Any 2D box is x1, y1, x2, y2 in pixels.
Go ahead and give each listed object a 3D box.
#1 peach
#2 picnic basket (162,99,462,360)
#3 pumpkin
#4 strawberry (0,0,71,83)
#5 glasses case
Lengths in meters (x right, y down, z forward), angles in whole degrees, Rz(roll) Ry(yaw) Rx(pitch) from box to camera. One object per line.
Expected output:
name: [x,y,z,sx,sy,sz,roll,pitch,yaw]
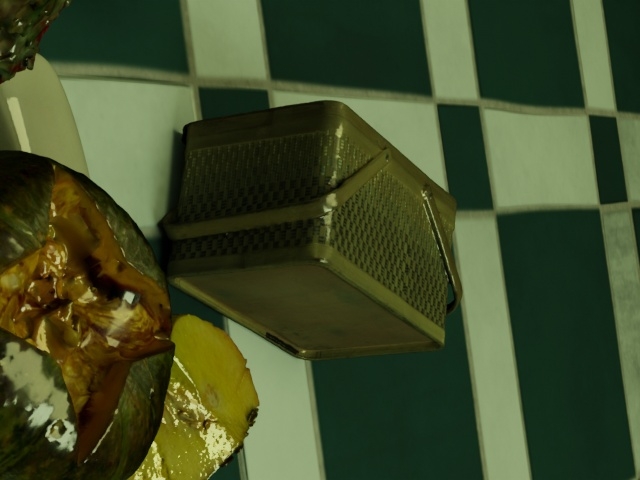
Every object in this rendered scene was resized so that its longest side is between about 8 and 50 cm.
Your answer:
peach: [-0.115,0.119,1.297,0.151,0.118,0.151,-3,96,-29]
picnic basket: [0.000,0.000,1.486,0.267,0.165,0.139,35,54,-53]
pumpkin: [-0.200,0.061,1.108,0.238,0.159,0.238,30,48,-38]
strawberry: [-0.260,-0.194,1.026,0.220,0.274,0.274,40,35,2]
glasses case: [-0.200,-0.035,1.245,0.081,0.051,0.204,-21,101,-60]
